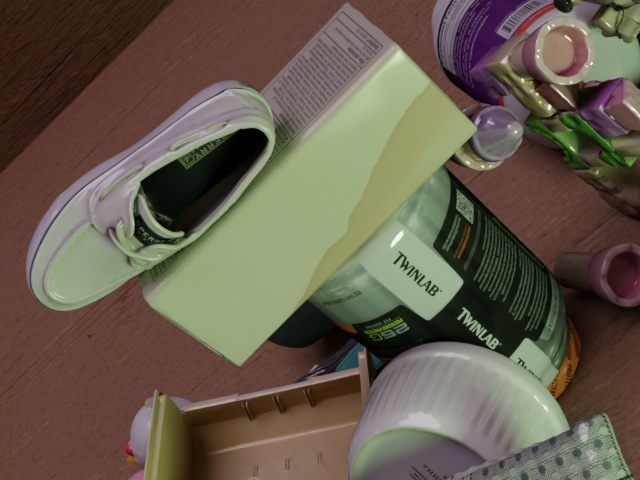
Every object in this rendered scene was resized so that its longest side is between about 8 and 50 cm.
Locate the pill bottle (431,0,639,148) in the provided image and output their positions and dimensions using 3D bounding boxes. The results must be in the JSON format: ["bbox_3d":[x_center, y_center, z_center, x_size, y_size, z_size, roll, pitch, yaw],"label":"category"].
[{"bbox_3d":[0.265,-0.253,1.382,0.181,0.181,0.323,-46,30,6],"label":"pill bottle"}]

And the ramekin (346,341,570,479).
[{"bbox_3d":[0.124,0.209,0.986,0.207,0.207,0.109,-24,15,36],"label":"ramekin"}]

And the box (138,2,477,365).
[{"bbox_3d":[-0.026,-0.052,0.966,0.311,0.121,0.148,-45,31,9],"label":"box"}]

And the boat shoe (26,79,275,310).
[{"bbox_3d":[-0.143,-0.023,0.884,0.267,0.096,0.088,-36,30,7],"label":"boat shoe"}]

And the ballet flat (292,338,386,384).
[{"bbox_3d":[0.026,0.174,1.336,0.203,0.074,0.074,-42,31,22],"label":"ballet flat"}]

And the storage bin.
[{"bbox_3d":[-0.053,0.259,1.185,0.262,0.123,0.260,-14,40,9],"label":"storage bin"}]

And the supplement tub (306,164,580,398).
[{"bbox_3d":[0.123,0.051,1.093,0.194,0.316,0.193,-34,34,26],"label":"supplement tub"}]

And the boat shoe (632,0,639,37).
[{"bbox_3d":[0.406,-0.292,1.296,0.121,0.119,0.335,-33,9,14],"label":"boat shoe"}]

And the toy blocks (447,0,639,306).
[{"bbox_3d":[0.310,-0.129,1.052,0.309,0.288,0.260,-52,14,-10],"label":"toy blocks"}]

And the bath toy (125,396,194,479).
[{"bbox_3d":[-0.194,0.344,1.377,0.348,0.151,0.129,-121,39,-59],"label":"bath toy"}]

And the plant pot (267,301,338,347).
[{"bbox_3d":[0.000,0.000,1.391,0.255,0.272,0.271,-50,27,30],"label":"plant pot"}]

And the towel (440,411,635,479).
[{"bbox_3d":[0.158,0.339,0.851,0.324,0.056,0.312,-33,67,34],"label":"towel"}]
